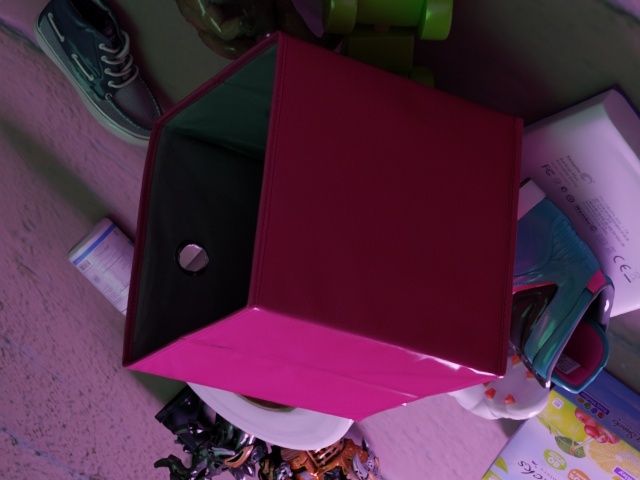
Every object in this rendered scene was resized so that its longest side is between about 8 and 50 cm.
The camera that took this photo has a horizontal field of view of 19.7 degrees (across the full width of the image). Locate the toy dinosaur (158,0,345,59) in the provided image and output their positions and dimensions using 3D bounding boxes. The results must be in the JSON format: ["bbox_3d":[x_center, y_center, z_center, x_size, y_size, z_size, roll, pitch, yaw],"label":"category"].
[{"bbox_3d":[-0.102,-0.236,1.778,0.200,0.127,0.296,13,147,39],"label":"toy dinosaur"}]

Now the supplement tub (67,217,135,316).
[{"bbox_3d":[-0.242,0.032,2.191,0.107,0.071,0.071,46,142,-9],"label":"supplement tub"}]

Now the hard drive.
[{"bbox_3d":[0.223,-0.011,1.788,0.318,0.040,0.210,-23,111,49],"label":"hard drive"}]

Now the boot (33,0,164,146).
[{"bbox_3d":[-0.225,-0.186,1.961,0.190,0.069,0.086,45,145,-4],"label":"boot"}]

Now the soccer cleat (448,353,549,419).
[{"bbox_3d":[0.192,0.158,1.939,0.076,0.068,0.196,46,166,-22],"label":"soccer cleat"}]

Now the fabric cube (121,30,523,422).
[{"bbox_3d":[0.000,0.000,1.666,0.258,0.254,0.259,15,158,-27],"label":"fabric cube"}]

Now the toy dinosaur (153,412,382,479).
[{"bbox_3d":[-0.082,0.218,2.216,0.322,0.164,0.218,48,123,15],"label":"toy dinosaur"}]

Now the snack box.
[{"bbox_3d":[0.289,0.239,1.956,0.174,0.070,0.207,36,143,8],"label":"snack box"}]

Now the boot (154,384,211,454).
[{"bbox_3d":[-0.155,0.237,2.343,0.099,0.045,0.121,44,149,-1],"label":"boot"}]

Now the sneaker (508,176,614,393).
[{"bbox_3d":[0.187,0.085,1.787,0.178,0.124,0.295,46,141,9],"label":"sneaker"}]

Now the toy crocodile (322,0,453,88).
[{"bbox_3d":[0.053,-0.190,1.707,0.115,0.105,0.340,3,144,-6],"label":"toy crocodile"}]

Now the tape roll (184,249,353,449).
[{"bbox_3d":[-0.030,0.081,1.986,0.246,0.169,0.246,22,138,21],"label":"tape roll"}]
